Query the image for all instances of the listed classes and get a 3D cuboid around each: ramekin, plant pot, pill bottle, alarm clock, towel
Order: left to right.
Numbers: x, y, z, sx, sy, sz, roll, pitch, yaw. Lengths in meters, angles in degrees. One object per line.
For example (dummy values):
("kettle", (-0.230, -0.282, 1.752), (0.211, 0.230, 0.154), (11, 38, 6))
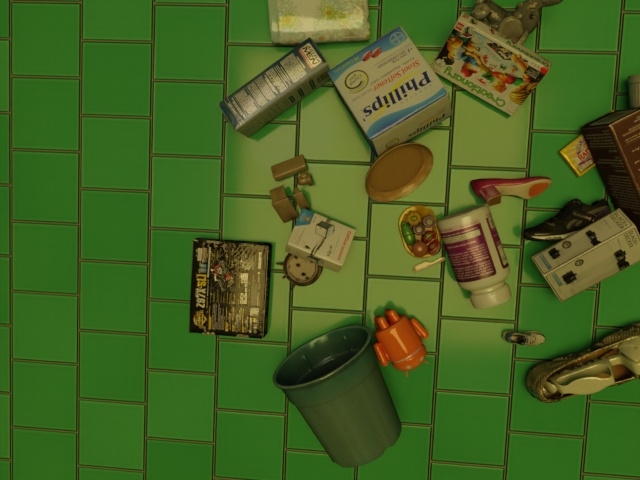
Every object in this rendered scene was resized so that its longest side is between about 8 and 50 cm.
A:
("alarm clock", (-0.042, 0.077, 1.822), (0.192, 0.064, 0.129), (-30, 91, 3))
("towel", (-0.009, -0.816, 1.733), (0.321, 0.090, 0.374), (-2, 95, 6))
("plant pot", (0.074, 0.497, 1.728), (0.341, 0.341, 0.334), (-25, 101, 6))
("plant pot", (0.241, -0.218, 1.715), (0.236, 0.236, 0.032), (-32, 53, 6))
("pill bottle", (0.491, 0.053, 1.720), (0.169, 0.169, 0.301), (-19, 92, 6))
("ramekin", (1.024, -0.440, 1.625), (0.207, 0.207, 0.108), (-2, 105, 5))

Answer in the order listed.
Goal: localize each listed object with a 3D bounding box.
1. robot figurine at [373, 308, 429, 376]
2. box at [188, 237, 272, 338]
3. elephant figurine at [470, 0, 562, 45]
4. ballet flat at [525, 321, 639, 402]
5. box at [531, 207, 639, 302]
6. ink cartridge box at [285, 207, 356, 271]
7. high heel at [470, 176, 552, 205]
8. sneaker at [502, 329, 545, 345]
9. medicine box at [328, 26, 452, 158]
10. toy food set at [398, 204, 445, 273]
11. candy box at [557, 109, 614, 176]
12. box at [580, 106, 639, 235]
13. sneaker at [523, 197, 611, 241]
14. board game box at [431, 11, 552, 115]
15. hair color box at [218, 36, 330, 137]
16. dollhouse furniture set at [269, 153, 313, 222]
("robot figurine", (0.262, 0.328, 1.782), (0.128, 0.158, 0.219), (-30, 91, 41))
("box", (-0.301, 0.159, 1.841), (0.257, 0.079, 0.321), (4, 95, 6))
("elephant figurine", (0.575, -0.653, 1.656), (0.240, 0.186, 0.169), (19, 73, 11))
("ballet flat", (0.889, 0.399, 1.708), (0.483, 0.182, 0.163), (-23, 91, 6))
("box", (0.820, 0.049, 1.671), (0.290, 0.087, 0.169), (-33, 127, 16))
("ink cartridge box", (0.000, 0.000, 1.771), (0.191, 0.082, 0.139), (21, 68, -1))
("high heel", (0.610, -0.182, 1.756), (0.244, 0.117, 0.082), (-19, 136, -6))
("sneaker", (0.666, 0.323, 1.782), (0.136, 0.058, 0.052), (1, 95, 4))
("medicine box", (0.211, -0.446, 1.667), (0.264, 0.149, 0.289), (-31, 67, 6))
("toy food set", (0.331, -0.007, 1.777), (0.128, 0.071, 0.217), (-17, 93, 6))
("candy box", (0.868, -0.305, 1.731), (0.206, 0.027, 0.105), (-39, 89, 6))
("box", (0.949, -0.199, 1.634), (0.143, 0.191, 0.381), (-26, 98, 5))
("sneaker", (0.773, -0.067, 1.729), (0.284, 0.107, 0.124), (-7, 90, -4))
("board game box", (0.513, -0.533, 1.672), (0.305, 0.193, 0.053), (30, 53, 2))
("hair color box", (-0.136, -0.474, 1.728), (0.347, 0.174, 0.105), (-34, 90, 6))
("dollhouse furniture set", (-0.090, -0.171, 1.822), (0.144, 0.123, 0.151), (-20, 58, 6))
